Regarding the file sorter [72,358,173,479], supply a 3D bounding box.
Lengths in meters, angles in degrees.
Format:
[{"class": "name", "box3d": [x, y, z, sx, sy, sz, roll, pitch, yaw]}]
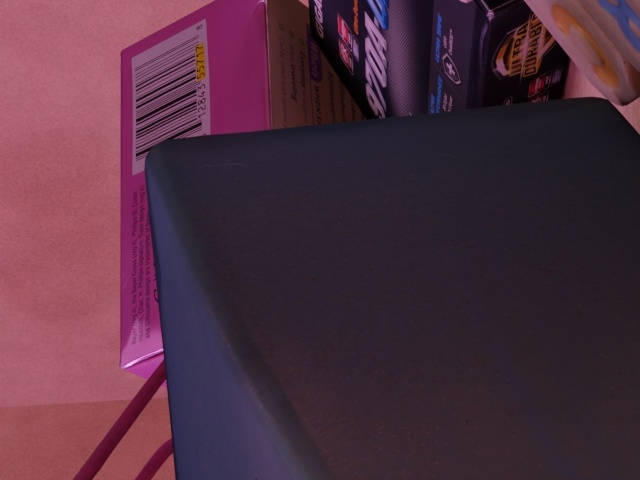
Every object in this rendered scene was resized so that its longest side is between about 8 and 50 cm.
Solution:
[{"class": "file sorter", "box3d": [-0.032, 0.226, 0.797, 0.182, 0.202, 0.290, -53, -21, -49]}]

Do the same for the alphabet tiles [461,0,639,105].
[{"class": "alphabet tiles", "box3d": [0.020, -0.157, 0.473, 0.278, 0.021, 0.284, 51, 178, 2]}]

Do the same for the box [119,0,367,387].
[{"class": "box", "box3d": [0.000, 0.000, 0.935, 0.243, 0.117, 0.213, 29, -132, -46]}]

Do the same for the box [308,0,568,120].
[{"class": "box", "box3d": [0.052, -0.115, 0.757, 0.175, 0.051, 0.220, 58, 167, 25]}]

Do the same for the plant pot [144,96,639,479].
[{"class": "plant pot", "box3d": [0.045, 0.074, 0.443, 0.234, 0.166, 0.165, -115, 20, -68]}]
